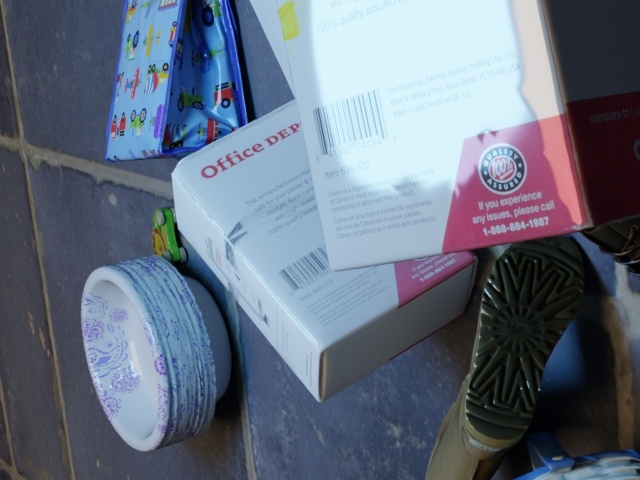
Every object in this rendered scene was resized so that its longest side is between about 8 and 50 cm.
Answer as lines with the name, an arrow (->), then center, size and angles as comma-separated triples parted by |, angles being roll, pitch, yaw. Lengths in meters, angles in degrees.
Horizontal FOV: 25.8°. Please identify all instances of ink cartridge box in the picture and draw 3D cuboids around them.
ink cartridge box -> 0.112, -0.189, 1.101 | 0.279, 0.160, 0.385 | -10, 92, 49
ink cartridge box -> 0.000, 0.000, 1.513 | 0.283, 0.207, 0.117 | 49, 157, 27

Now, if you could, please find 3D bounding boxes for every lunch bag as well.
lunch bag -> -0.203, -0.257, 1.895 | 0.221, 0.138, 0.293 | 2, 95, 62

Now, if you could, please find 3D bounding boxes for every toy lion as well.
toy lion -> -0.240, -0.002, 2.146 | 0.096, 0.034, 0.100 | -171, 70, -66

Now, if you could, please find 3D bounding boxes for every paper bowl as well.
paper bowl -> -0.237, 0.162, 2.088 | 0.284, 0.148, 0.284 | 31, 128, 52

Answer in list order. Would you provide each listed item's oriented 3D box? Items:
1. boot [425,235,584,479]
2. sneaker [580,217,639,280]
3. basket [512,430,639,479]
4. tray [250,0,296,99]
boot -> 0.174, 0.140, 1.413 | 0.089, 0.236, 0.269 | 23, 157, 7
sneaker -> 0.282, 0.019, 1.174 | 0.083, 0.118, 0.222 | -33, 74, 59
basket -> 0.248, 0.312, 1.303 | 0.289, 0.201, 0.255 | 26, -132, -84
tray -> 0.005, -0.190, 1.573 | 0.145, 0.030, 0.270 | 12, 133, 57
